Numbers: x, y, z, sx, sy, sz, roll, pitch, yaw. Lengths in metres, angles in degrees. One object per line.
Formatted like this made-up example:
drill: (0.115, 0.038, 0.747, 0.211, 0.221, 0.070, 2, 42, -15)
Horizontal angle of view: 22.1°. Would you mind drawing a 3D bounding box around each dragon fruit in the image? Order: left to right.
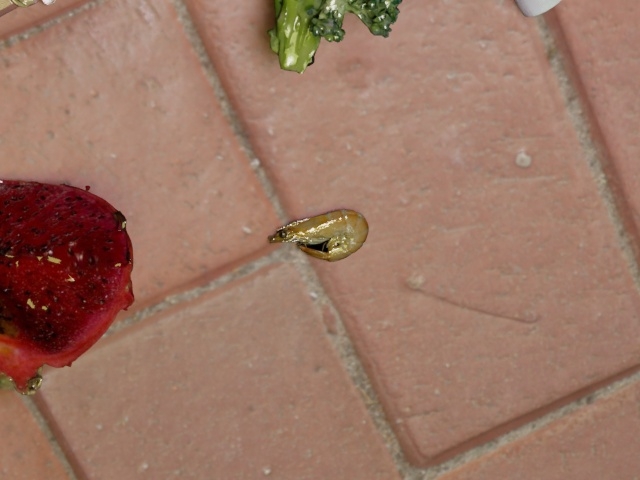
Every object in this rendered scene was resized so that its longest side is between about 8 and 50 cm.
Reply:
dragon fruit: (-0.307, 0.048, 1.664, 0.262, 0.134, 0.212, 8, 121, 3)

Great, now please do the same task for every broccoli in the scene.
broccoli: (-0.010, -0.245, 1.595, 0.167, 0.154, 0.160, 15, 114, -18)

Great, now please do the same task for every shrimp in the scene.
shrimp: (0.000, 0.000, 1.753, 0.108, 0.023, 0.059, -14, 120, -5)

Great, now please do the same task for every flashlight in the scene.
flashlight: (-0.313, -0.231, 1.602, 0.110, 0.031, 0.052, -29, 113, 0)

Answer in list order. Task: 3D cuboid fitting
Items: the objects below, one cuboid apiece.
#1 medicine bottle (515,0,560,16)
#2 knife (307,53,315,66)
medicine bottle: (0.200, -0.289, 1.668, 0.074, 0.055, 0.118, -34, 113, 1)
knife: (0.014, -0.253, 1.669, 0.023, 0.010, 0.170, 18, 104, -16)
